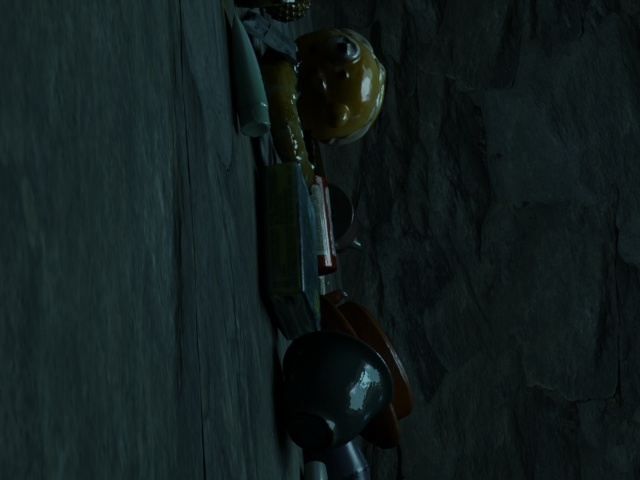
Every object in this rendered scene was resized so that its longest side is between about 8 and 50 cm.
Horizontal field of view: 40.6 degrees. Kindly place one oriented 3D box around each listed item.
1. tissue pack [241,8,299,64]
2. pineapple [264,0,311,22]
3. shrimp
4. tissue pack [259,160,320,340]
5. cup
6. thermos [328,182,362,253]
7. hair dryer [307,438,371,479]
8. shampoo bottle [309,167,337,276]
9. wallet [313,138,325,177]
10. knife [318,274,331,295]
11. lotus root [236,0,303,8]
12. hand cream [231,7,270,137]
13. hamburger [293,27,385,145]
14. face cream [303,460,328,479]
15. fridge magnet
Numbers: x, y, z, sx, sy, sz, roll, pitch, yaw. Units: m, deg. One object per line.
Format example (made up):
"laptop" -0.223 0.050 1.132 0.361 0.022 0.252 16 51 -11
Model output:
"tissue pack" -0.089 -0.378 1.601 0.123 0.026 0.193 38 17 -14
"pineapple" -0.088 -0.559 1.826 0.251 0.125 0.125 56 26 -69
"shrimp" -0.057 -0.253 1.689 0.445 0.085 0.272 -95 167 -60
"tissue pack" -0.053 0.019 1.496 0.185 0.081 0.257 75 10 -59
"cup" 0.007 0.269 1.423 0.150 0.199 0.199 -56 142 -56
"thermos" 0.013 -0.042 2.046 0.146 0.176 0.265 -56 167 -3
"hair dryer" 0.014 0.423 1.818 0.361 0.121 0.301 117 -42 -81
"shampoo bottle" -0.031 -0.067 1.783 0.104 0.105 0.278 63 20 -78
"wallet" -0.034 -0.234 2.322 0.132 0.039 0.243 58 -11 32
"knife" -0.005 0.001 2.502 0.089 0.043 0.365 11 70 -51
"lotus root" -0.096 -0.494 1.576 0.235 0.138 0.118 -101 -168 -65
"hand cream" -0.116 -0.263 1.368 0.078 0.050 0.204 66 12 -68
"hamburger" 0.014 -0.359 1.989 0.237 0.277 0.276 -25 108 -75
"face cream" -0.005 0.488 1.550 0.072 0.051 0.182 80 4 -50
"fridge magnet" 0.075 0.275 1.849 0.363 0.155 0.363 58 -15 25
